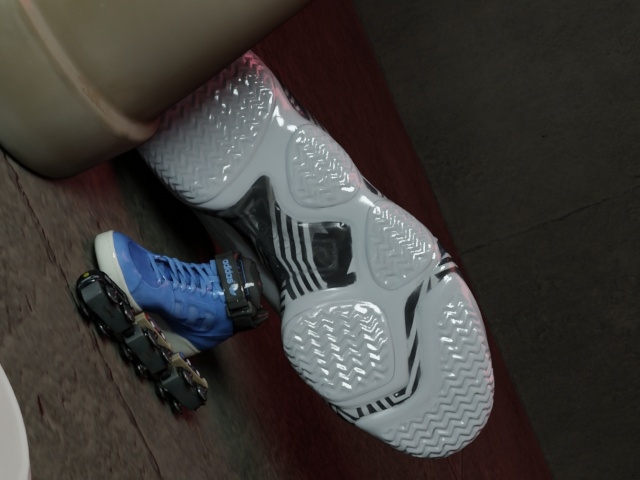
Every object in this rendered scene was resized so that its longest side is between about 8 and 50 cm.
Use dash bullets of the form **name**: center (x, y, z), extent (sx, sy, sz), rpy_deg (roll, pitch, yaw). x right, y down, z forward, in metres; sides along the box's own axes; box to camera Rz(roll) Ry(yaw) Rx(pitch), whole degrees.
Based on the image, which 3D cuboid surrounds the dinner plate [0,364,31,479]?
- **dinner plate**: center (-0.167, 0.082, 0.796), extent (0.141, 0.017, 0.141), rpy_deg (-22, 90, -81)

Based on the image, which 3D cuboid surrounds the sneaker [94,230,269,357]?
- **sneaker**: center (-0.086, 0.026, 1.124), extent (0.152, 0.085, 0.058), rpy_deg (54, 18, -54)

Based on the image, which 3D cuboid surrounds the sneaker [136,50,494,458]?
- **sneaker**: center (0.000, 0.000, 1.285), extent (0.366, 0.137, 0.210), rpy_deg (51, 3, 1)

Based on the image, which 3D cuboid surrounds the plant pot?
- **plant pot**: center (-0.100, -0.238, 1.047), extent (0.323, 0.280, 0.323), rpy_deg (-22, 90, -79)

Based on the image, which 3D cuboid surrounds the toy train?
- **toy train**: center (-0.113, 0.066, 1.078), extent (0.158, 0.027, 0.036), rpy_deg (55, 6, -50)
